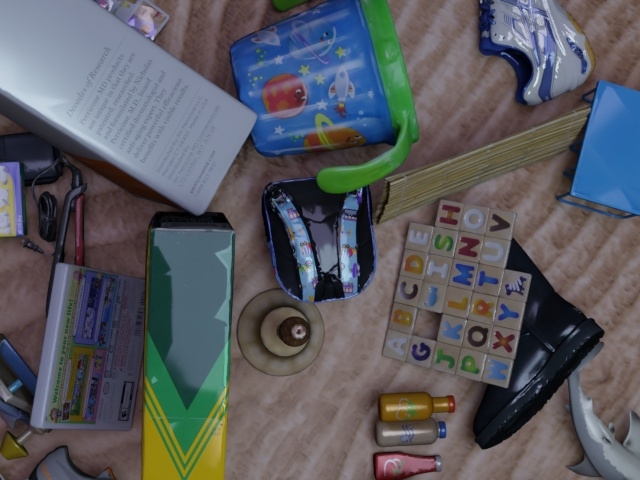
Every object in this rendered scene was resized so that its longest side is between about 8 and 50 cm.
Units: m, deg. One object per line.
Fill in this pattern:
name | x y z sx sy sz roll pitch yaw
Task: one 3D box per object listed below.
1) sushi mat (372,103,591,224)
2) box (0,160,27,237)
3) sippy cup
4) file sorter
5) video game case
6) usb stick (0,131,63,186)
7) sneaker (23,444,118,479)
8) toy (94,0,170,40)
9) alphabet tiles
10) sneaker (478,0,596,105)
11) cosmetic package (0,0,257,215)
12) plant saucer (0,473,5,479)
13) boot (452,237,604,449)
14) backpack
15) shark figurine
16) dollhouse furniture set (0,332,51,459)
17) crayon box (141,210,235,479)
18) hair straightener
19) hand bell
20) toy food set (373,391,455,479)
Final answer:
sushi mat | 0.223 -0.105 1.758 0.316 0.151 0.019 -21 71 -15
box | -0.490 -0.052 1.700 0.179 0.043 0.105 -4 91 -4
sippy cup | 0.000 -0.219 1.729 0.224 0.305 0.240 -14 115 2
file sorter | 0.422 -0.125 1.822 0.118 0.104 0.170 16 83 -5
video game case | -0.302 0.146 1.685 0.023 0.193 0.212 6 84 28
usb stick | -0.497 -0.101 1.744 0.278 0.045 0.077 -8 87 -7
sneaker | -0.277 0.379 1.707 0.271 0.100 0.108 34 77 -3
toy | -0.347 -0.335 1.775 0.237 0.056 0.137 35 81 -3
alphabet tiles | 0.196 0.067 1.759 0.198 0.009 0.237 12 90 32
sneaker | 0.273 -0.334 1.819 0.131 0.112 0.296 -32 89 -8
cosmetic package | -0.331 -0.217 1.596 0.453 0.230 0.161 33 82 -29
plant saucer | -0.556 0.406 1.696 0.310 0.050 0.311 1 85 -7
boot | 0.249 0.141 1.779 0.207 0.094 0.246 46 105 26
backpack | 0.000 0.000 1.757 0.158 0.117 0.173 -8 86 -7
shark figurine | 0.385 0.284 1.793 0.278 0.116 0.166 52 48 -8
dollhouse furniture set | -0.511 0.167 1.600 0.198 0.286 0.303 -40 79 -8
crayon box | -0.167 0.128 1.583 0.106 0.363 0.313 1 94 -6
hair straightener | -0.367 -0.003 1.731 0.089 0.047 0.230 2 100 -6
hand bell | -0.044 0.122 1.680 0.126 0.242 0.126 0 86 -6
toy food set | 0.133 0.327 1.749 0.104 0.111 0.232 -2 82 -7
